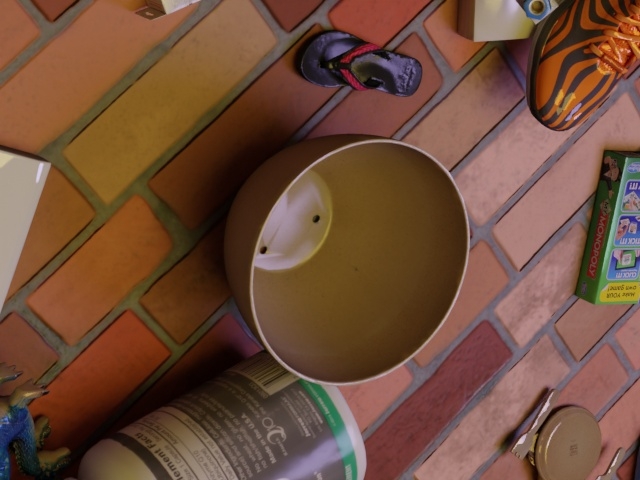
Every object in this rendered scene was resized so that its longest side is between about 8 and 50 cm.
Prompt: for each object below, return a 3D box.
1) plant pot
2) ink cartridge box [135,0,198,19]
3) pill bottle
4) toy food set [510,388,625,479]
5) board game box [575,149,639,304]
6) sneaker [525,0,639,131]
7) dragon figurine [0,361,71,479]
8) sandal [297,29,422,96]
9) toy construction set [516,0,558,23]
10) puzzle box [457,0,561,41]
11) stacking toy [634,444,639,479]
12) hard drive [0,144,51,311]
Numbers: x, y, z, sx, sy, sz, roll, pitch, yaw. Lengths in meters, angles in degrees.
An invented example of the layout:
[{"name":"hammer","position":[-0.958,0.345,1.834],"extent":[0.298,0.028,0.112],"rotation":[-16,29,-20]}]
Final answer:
[{"name":"plant pot","position":[0.000,0.000,1.632],"extent":[0.284,0.191,0.284],"rotation":[-12,113,-29]},{"name":"ink cartridge box","position":[-0.157,-0.266,1.525],"extent":[0.083,0.048,0.028],"rotation":[-28,120,-21]},{"name":"pill bottle","position":[-0.143,0.284,1.612],"extent":[0.361,0.204,0.204],"rotation":[-28,120,-30]},{"name":"toy food set","position":[0.350,0.301,2.058],"extent":[0.192,0.038,0.132],"rotation":[42,76,-30]},{"name":"board game box","position":[0.516,-0.018,2.035],"extent":[0.317,0.046,0.214],"rotation":[-1,107,-32]},{"name":"sneaker","position":[0.370,-0.261,1.677],"extent":[0.124,0.180,0.321],"rotation":[26,98,-26]},{"name":"dragon figurine","position":[-0.366,0.218,1.491],"extent":[0.289,0.085,0.144],"rotation":[-17,125,-54]},{"name":"sandal","position":[0.054,-0.205,1.683],"extent":[0.179,0.040,0.067],"rotation":[6,104,-33]},{"name":"toy construction set","position":[0.155,-0.396,1.596],"extent":[0.327,0.151,0.215],"rotation":[20,112,-11]},{"name":"puzzle box","position":[0.366,-0.393,1.759],"extent":[0.409,0.052,0.272],"rotation":[-6,110,-19]},{"name":"stacking toy","position":[0.633,0.356,2.194],"extent":[0.302,0.175,0.166],"rotation":[-9,111,-41]},{"name":"hard drive","position":[-0.442,0.053,1.466],"extent":[0.233,0.047,0.353],"rotation":[15,99,-35]}]
